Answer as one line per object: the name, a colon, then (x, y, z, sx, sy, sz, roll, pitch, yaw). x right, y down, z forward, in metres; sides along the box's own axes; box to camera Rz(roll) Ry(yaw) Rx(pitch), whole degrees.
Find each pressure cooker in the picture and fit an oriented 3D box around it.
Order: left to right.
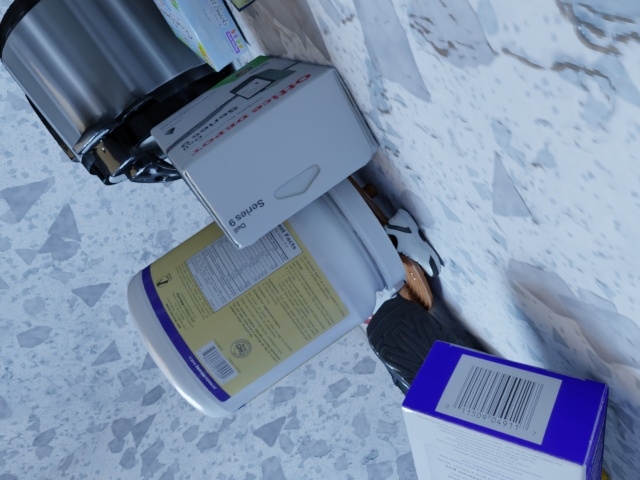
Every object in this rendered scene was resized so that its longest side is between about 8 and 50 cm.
pressure cooker: (-0.380, -0.310, 1.231, 0.421, 0.369, 0.375, 52, 164, -7)

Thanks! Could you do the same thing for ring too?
ring: (0.081, -0.024, 1.002, 0.337, 0.032, 0.336, 51, 173, 8)

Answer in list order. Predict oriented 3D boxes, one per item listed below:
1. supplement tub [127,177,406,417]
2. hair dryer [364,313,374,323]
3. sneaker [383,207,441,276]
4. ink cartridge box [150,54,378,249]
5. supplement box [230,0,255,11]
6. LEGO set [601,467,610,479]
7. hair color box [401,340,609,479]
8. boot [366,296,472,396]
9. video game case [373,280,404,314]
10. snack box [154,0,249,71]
supplement tub: (-0.072, 0.062, 0.858, 0.241, 0.331, 0.241, 55, 177, 5)
hair dryer: (0.050, 0.134, 1.230, 0.293, 0.080, 0.223, 12, -171, -13)
sneaker: (0.122, 0.010, 0.820, 0.109, 0.043, 0.040, 53, 172, -15)
ink cartridge box: (-0.088, -0.133, 0.798, 0.122, 0.211, 0.289, 57, 171, -28)
supplement box: (-0.085, -0.289, 0.595, 0.083, 0.056, 0.083, 52, 174, 1)
LEGO set: (0.363, 0.375, 0.829, 0.093, 0.087, 0.227, 42, 146, 7)
hair color box: (0.218, 0.283, 0.704, 0.185, 0.110, 0.339, 11, 132, 32)
boot: (0.249, 0.310, 1.101, 0.367, 0.146, 0.445, 52, 173, 27)
video game case: (0.051, 0.022, 1.081, 0.227, 0.026, 0.206, 52, 165, 13)
snack box: (-0.217, -0.386, 0.965, 0.207, 0.070, 0.175, 48, 172, 43)
